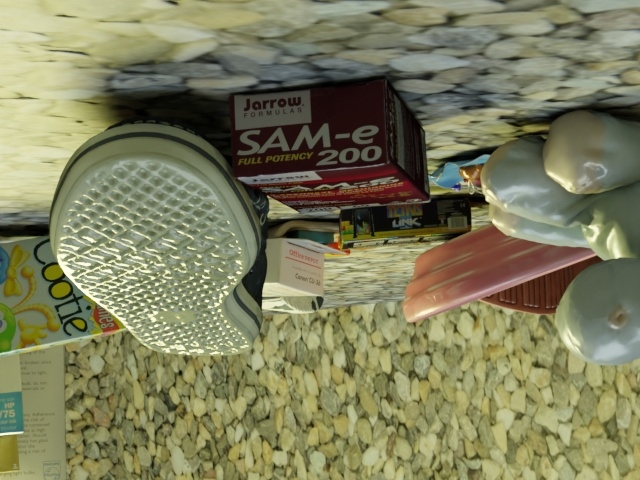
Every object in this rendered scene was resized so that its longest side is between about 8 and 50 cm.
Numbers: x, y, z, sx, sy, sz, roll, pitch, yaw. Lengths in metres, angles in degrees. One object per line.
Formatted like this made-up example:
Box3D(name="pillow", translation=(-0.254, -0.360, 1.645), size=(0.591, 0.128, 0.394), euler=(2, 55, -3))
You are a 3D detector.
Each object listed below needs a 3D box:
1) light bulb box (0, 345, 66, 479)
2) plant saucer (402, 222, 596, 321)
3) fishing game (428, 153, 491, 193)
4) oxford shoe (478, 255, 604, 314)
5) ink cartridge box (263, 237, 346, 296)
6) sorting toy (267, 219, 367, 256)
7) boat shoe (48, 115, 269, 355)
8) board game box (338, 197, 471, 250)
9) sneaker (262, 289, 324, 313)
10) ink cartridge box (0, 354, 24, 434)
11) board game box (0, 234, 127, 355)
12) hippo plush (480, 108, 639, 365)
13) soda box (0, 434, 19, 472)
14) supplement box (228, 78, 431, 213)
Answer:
Box3D(name="light bulb box", translation=(-0.556, 0.239, 2.397), size=(0.225, 0.361, 0.358), euler=(-1, 173, -16))
Box3D(name="plant saucer", translation=(0.257, 0.016, 1.863), size=(0.332, 0.084, 0.332), euler=(-20, 176, -2))
Box3D(name="fishing game", translation=(0.205, -0.070, 1.536), size=(0.189, 0.041, 0.264), euler=(-3, 173, -23))
Box3D(name="oxford shoe", translation=(0.361, 0.047, 2.287), size=(0.397, 0.141, 0.146), euler=(2, 179, -28))
Box3D(name="ink cartridge box", translation=(-0.073, 0.040, 1.988), size=(0.198, 0.067, 0.115), euler=(-4, 168, 33))
Box3D(name="sorting toy", translation=(0.000, 0.000, 2.046), size=(0.208, 0.038, 0.193), euler=(-1, 173, -25))
Box3D(name="boat shoe", translation=(-0.135, -0.018, 1.317), size=(0.186, 0.156, 0.500), euler=(2, 162, 4))
Box3D(name="board game box", translation=(0.110, -0.021, 1.884), size=(0.170, 0.048, 0.141), euler=(-4, 176, -1))
Box3D(name="sneaker", translation=(-0.118, 0.090, 2.549), size=(0.235, 0.094, 0.153), euler=(2, 173, -43))
Box3D(name="ink cartridge box", translation=(-0.546, 0.158, 2.080), size=(0.197, 0.270, 0.198), euler=(-4, 174, -13))
Box3D(name="board game box", translation=(-0.404, 0.078, 1.851), size=(0.275, 0.142, 0.144), euler=(-11, 177, -20))
Box3D(name="hippo plush", translation=(0.301, 0.019, 1.366), size=(0.294, 0.237, 0.234), euler=(-1, 164, -24))
Box3D(name="soda box", translation=(-0.550, 0.331, 2.134), size=(0.181, 0.058, 0.061), euler=(-1, 173, -41))
Box3D(name="supplement box", translation=(0.015, -0.075, 1.209), size=(0.130, 0.073, 0.239), euler=(-5, 173, 12))
